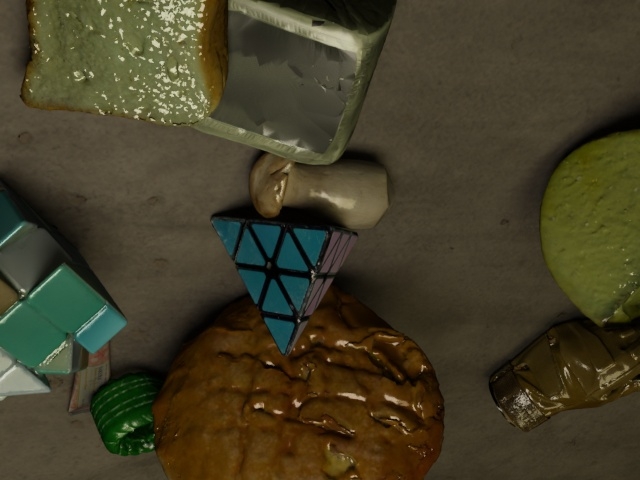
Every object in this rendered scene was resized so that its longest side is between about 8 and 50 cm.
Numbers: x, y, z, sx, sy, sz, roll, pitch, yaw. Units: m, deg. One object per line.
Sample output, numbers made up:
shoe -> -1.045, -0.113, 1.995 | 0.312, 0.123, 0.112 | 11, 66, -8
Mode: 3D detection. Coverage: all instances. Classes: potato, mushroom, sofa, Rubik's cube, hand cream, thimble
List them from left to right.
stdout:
Rubik's cube -> -0.383, 0.080, 1.258 | 0.213, 0.224, 0.265 | -43, 132, -5
hand cream -> -0.327, 0.185, 1.501 | 0.067, 0.043, 0.209 | -10, 139, -22
thimble -> -0.268, 0.254, 1.537 | 0.118, 0.090, 0.130 | -31, 152, -6
sofa -> -0.043, -0.224, 1.224 | 0.226, 0.176, 0.210 | 16, 127, 0
Rubik's cube -> 0.000, 0.000, 1.364 | 0.190, 0.211, 0.178 | -30, 176, -30
mushroom -> 0.010, -0.067, 1.381 | 0.213, 0.088, 0.097 | 13, 136, -30
potato -> 0.493, -0.042, 1.570 | 0.330, 0.213, 0.280 | -52, 148, 12

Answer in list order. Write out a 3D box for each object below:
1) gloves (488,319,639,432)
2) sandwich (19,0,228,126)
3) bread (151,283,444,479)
gloves -> 0.453, 0.212, 1.794 | 0.331, 0.154, 0.141 | -29, 138, 13
sandwich -> -0.204, -0.240, 1.079 | 0.226, 0.087, 0.251 | 6, 129, 0
bread -> -0.029, 0.254, 1.446 | 0.398, 0.398, 0.215 | -18, 148, -8
